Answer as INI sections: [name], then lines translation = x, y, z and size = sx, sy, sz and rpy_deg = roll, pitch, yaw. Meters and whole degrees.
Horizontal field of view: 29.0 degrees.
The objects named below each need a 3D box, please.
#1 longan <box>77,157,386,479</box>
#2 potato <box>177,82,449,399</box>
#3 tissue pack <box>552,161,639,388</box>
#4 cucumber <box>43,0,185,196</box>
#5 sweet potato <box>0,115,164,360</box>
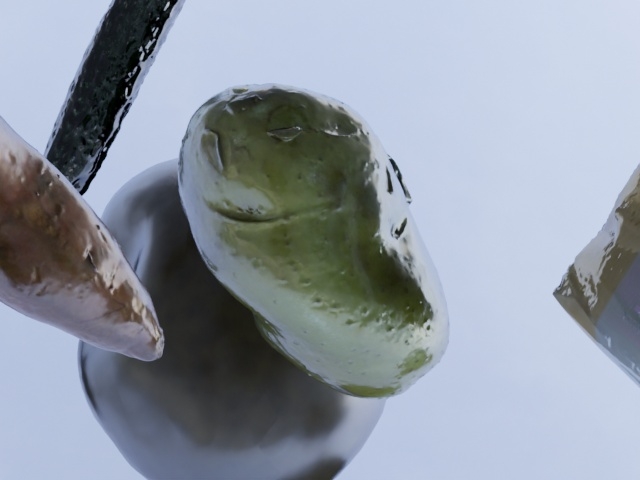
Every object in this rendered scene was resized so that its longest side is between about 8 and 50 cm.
[longan]
translation = -0.082, 0.078, 1.143
size = 0.288, 0.288, 0.350
rpy_deg = -7, -118, -9
[potato]
translation = 0.000, 0.000, 0.841
size = 0.143, 0.248, 0.169
rpy_deg = -29, -158, 11
[tissue pack]
translation = 0.265, 0.031, 0.777
size = 0.090, 0.186, 0.222
rpy_deg = 21, -161, -34
[cucumber]
translation = -0.170, -0.115, 0.962
size = 0.052, 0.214, 0.058
rpy_deg = 26, -175, -19
[sweet potato]
translation = -0.128, -0.019, 0.460
size = 0.058, 0.202, 0.055
rpy_deg = -28, -145, 19
